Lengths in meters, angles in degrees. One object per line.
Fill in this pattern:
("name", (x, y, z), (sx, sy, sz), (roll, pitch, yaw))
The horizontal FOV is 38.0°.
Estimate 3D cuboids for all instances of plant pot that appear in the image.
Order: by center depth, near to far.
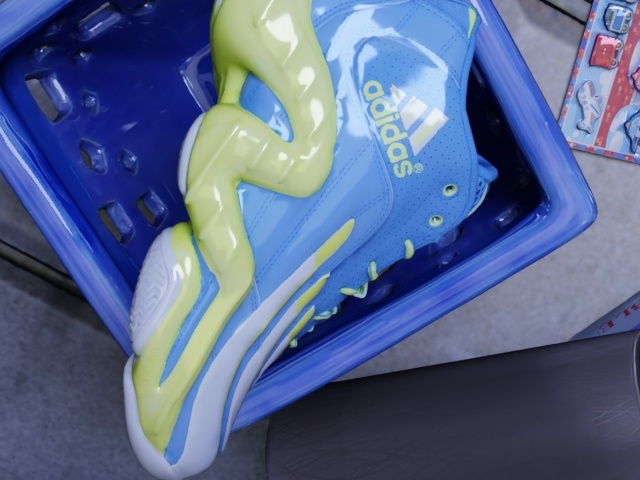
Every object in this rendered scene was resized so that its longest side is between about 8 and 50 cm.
("plant pot", (-0.017, -0.073, 0.516), (0.236, 0.212, 0.236), (-31, 101, 13))

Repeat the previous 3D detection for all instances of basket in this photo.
("basket", (0.111, 0.147, 0.558), (0.227, 0.154, 0.204), (-27, 98, 31))

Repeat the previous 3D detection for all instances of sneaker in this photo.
("sneaker", (0.000, 0.000, 0.377), (0.126, 0.091, 0.240), (15, 105, 1))

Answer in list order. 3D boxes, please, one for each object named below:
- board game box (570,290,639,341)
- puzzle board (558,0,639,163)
("board game box", (0.385, 0.101, 0.583), (0.319, 0.066, 0.318), (-39, 93, 14))
("puzzle board", (0.211, -0.112, 0.585), (0.097, 0.011, 0.128), (13, 107, 2))
